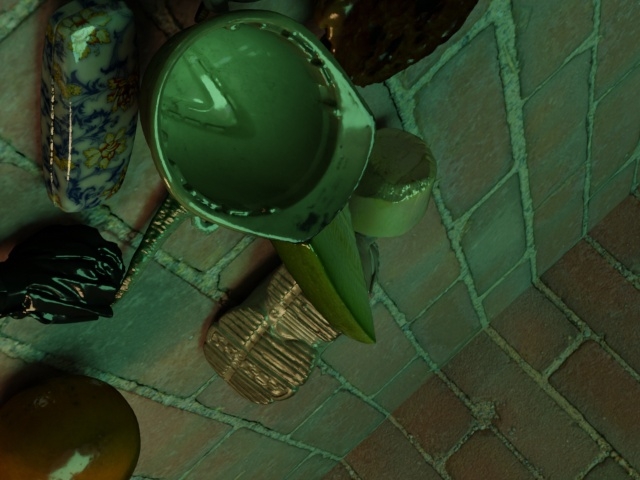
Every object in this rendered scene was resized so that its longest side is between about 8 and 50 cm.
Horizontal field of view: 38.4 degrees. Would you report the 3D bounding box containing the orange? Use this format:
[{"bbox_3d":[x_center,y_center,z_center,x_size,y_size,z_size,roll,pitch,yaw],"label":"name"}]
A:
[{"bbox_3d":[-0.356,0.285,1.245,0.240,0.171,0.240,-35,152,-22],"label":"orange"}]

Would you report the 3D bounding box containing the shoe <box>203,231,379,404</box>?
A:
[{"bbox_3d":[-0.028,0.118,1.489,0.351,0.172,0.198,-41,-179,33],"label":"shoe"}]

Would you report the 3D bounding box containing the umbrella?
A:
[{"bbox_3d":[-0.358,0.054,0.954,0.340,0.118,0.118,-11,142,-42],"label":"umbrella"}]

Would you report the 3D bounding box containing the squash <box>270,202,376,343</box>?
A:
[{"bbox_3d":[0.000,0.000,1.282,0.111,0.203,0.289,-3,150,21],"label":"squash"}]

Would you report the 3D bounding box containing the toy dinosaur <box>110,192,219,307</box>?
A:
[{"bbox_3d":[-0.151,-0.020,1.150,0.129,0.076,0.383,18,113,-33],"label":"toy dinosaur"}]

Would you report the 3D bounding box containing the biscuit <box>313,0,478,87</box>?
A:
[{"bbox_3d":[0.106,-0.317,1.066,0.289,0.081,0.334,-20,152,-44],"label":"biscuit"}]

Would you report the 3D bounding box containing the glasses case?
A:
[{"bbox_3d":[-0.222,-0.124,0.885,0.087,0.065,0.248,-26,151,-34],"label":"glasses case"}]

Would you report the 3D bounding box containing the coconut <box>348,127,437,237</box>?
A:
[{"bbox_3d":[0.096,-0.080,1.379,0.147,0.147,0.153,-31,156,-26],"label":"coconut"}]

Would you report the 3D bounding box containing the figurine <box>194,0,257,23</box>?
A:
[{"bbox_3d":[-0.063,-0.290,0.801,0.143,0.143,0.271,-17,171,-46],"label":"figurine"}]

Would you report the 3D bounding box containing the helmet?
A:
[{"bbox_3d":[-0.084,-0.122,0.908,0.257,0.137,0.204,36,86,-41],"label":"helmet"}]

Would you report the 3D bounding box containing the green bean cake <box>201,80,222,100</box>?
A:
[{"bbox_3d":[-0.100,-0.139,1.019,0.135,0.056,0.135,-29,128,-15],"label":"green bean cake"}]
